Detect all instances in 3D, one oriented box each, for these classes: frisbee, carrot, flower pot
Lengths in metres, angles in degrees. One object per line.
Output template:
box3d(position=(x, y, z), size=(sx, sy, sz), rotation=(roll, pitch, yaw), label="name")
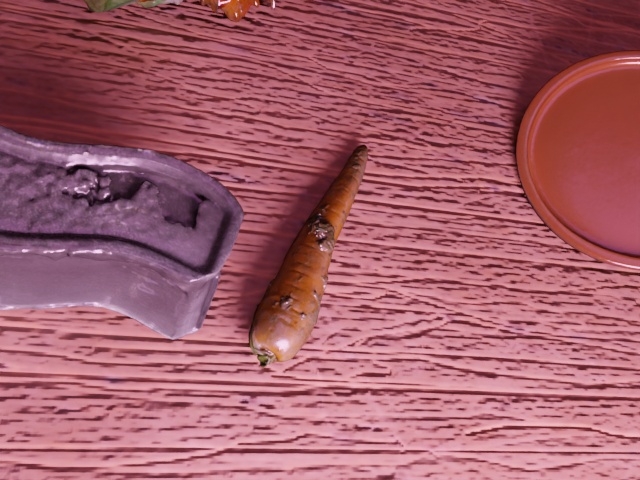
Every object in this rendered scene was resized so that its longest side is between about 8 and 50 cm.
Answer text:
box3d(position=(0.327, -0.086, 0.755), size=(0.251, 0.021, 0.250), rotation=(-3, 68, 7), label="frisbee")
box3d(position=(0.000, 0.000, 0.632), size=(0.049, 0.049, 0.254), rotation=(29, 52, -6), label="carrot")
box3d(position=(-0.174, -0.007, 0.522), size=(0.229, 0.108, 0.103), rotation=(13, 61, -14), label="flower pot")

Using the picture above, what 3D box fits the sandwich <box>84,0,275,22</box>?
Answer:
box3d(position=(-0.100, -0.322, 0.701), size=(0.301, 0.162, 0.250), rotation=(-3, 95, -41), label="sandwich")
